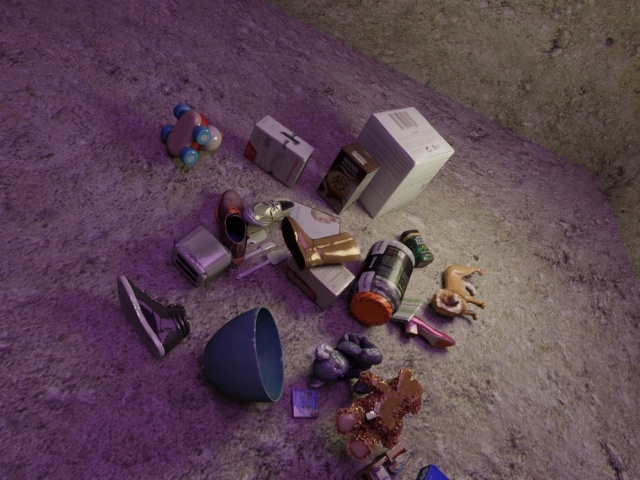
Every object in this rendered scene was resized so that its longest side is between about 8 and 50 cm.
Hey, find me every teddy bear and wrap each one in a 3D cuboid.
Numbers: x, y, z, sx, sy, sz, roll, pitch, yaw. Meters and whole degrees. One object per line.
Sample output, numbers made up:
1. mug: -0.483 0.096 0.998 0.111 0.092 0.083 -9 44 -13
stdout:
1. teddy bear: 0.185 0.554 1.472 0.245 0.113 0.338 42 56 2

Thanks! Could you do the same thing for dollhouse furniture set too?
1. dollhouse furniture set: 0.234 0.746 1.449 0.183 0.129 0.129 -18 65 -37

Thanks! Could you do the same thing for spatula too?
1. spatula: -0.267 0.054 1.797 0.241 0.019 0.168 -28 72 -40

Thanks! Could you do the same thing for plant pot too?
1. plant pot: -0.248 0.367 1.419 0.195 0.290 0.291 -12 54 7

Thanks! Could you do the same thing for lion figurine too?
1. lion figurine: 0.627 0.219 2.092 0.240 0.142 0.392 22 33 -1

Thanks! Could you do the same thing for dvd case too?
1. dvd case: -0.031 -0.072 2.020 0.252 0.022 0.181 20 48 -13

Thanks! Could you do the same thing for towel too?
1. towel: 0.356 0.291 1.901 0.152 0.113 0.023 -37 120 -43

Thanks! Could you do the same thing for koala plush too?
1. koala plush: 0.064 0.427 1.578 0.221 0.197 0.203 -8 31 -29

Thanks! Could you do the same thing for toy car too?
1. toy car: -0.520 -0.434 1.965 0.219 0.210 0.237 46 18 29

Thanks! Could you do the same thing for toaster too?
1. toaster: -0.426 0.063 1.633 0.227 0.129 0.146 45 51 7

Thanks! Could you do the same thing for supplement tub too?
1. supplement tub: 0.251 0.170 1.856 0.207 0.207 0.338 33 46 -1

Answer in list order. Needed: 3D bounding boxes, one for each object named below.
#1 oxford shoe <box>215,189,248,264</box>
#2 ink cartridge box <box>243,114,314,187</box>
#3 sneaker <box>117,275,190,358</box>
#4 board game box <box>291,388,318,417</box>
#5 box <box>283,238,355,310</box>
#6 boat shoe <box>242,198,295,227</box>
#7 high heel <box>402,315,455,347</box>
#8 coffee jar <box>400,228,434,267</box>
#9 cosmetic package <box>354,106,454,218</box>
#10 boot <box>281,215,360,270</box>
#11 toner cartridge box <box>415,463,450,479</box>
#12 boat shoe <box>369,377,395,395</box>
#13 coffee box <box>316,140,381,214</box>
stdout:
1. oxford shoe: -0.335 -0.084 1.784 0.129 0.133 0.364 3 50 -22
2. ink cartridge box: -0.189 -0.404 2.074 0.272 0.197 0.114 36 46 1
3. sneaker: -0.535 0.223 1.470 0.146 0.104 0.296 -27 77 -42
4. board game box: -0.053 0.549 1.524 0.089 0.020 0.090 9 52 -21
5. box: -0.006 0.134 1.800 0.232 0.127 0.148 44 45 9
6. boat shoe: -0.206 -0.128 1.846 0.109 0.094 0.302 52 24 6
7. high heel: 0.454 0.371 1.905 0.243 0.082 0.117 14 46 -9
8. coffee jar: 0.459 0.033 2.163 0.096 0.079 0.185 -7 59 -32
9. cosmetic package: 0.357 -0.384 2.217 0.329 0.394 0.328 -23 68 -38
10. boot: 0.000 0.000 1.770 0.269 0.089 0.236 -11 70 -36
11. toner cartridge box: 0.326 0.902 1.414 0.165 0.075 0.348 42 47 8
12. boat shoe: 0.231 0.556 1.640 0.206 0.065 0.075 -20 66 -38
13. coffee box: 0.123 -0.283 2.079 0.168 0.297 0.118 47 47 12
